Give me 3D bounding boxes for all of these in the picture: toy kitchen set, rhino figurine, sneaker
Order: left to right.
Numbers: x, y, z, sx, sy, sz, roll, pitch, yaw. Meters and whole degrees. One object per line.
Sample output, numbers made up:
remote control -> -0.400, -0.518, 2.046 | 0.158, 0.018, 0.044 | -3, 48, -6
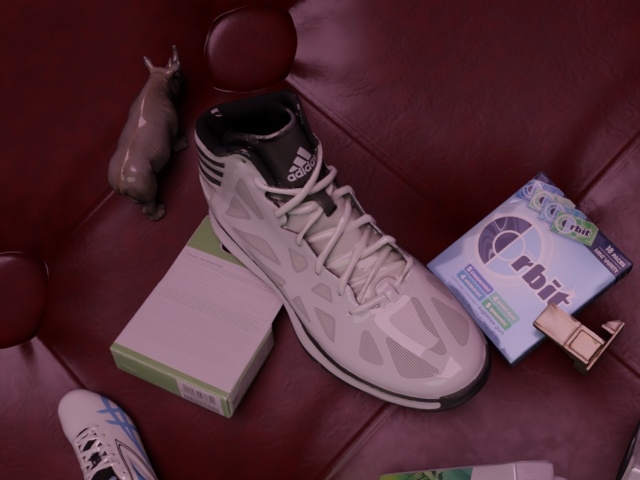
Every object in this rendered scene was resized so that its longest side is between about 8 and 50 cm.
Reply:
sneaker -> -0.259, 0.278, 1.060 | 0.085, 0.086, 0.237 | -39, 67, 2
rhino figurine -> -0.227, -0.158, 1.174 | 0.073, 0.106, 0.243 | 10, 76, 16
sneaker -> -0.001, 0.000, 0.961 | 0.169, 0.257, 0.447 | -43, 62, -14
toy kitchen set -> 0.295, 0.101, 0.979 | 0.075, 0.083, 0.068 | 39, 85, 23

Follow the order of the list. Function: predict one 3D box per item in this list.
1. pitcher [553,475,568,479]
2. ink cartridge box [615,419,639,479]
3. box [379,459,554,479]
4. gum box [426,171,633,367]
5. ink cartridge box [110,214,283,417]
pitcher -> 0.252, 0.347, 0.865 | 0.125, 0.177, 0.207 | -17, 67, -17
ink cartridge box -> 0.401, 0.273, 0.856 | 0.208, 0.153, 0.086 | 26, 112, 20
box -> 0.150, 0.392, 0.863 | 0.058, 0.232, 0.322 | 10, 69, -29
gum box -> 0.249, 0.034, 1.034 | 0.184, 0.041, 0.157 | -40, 68, 0
ink cartridge box -> -0.133, 0.090, 1.105 | 0.171, 0.056, 0.235 | 20, 55, 18
